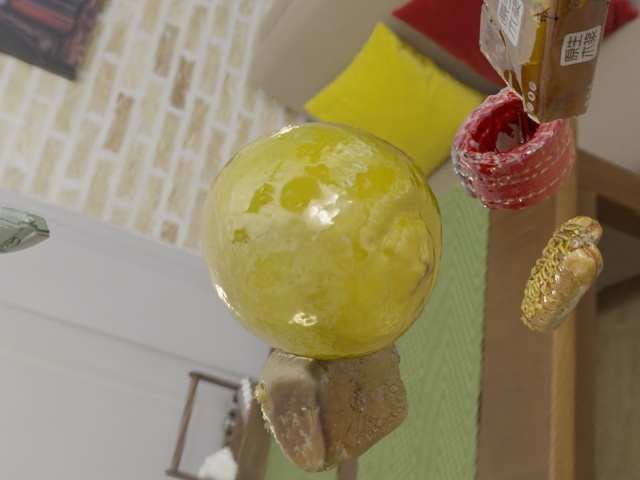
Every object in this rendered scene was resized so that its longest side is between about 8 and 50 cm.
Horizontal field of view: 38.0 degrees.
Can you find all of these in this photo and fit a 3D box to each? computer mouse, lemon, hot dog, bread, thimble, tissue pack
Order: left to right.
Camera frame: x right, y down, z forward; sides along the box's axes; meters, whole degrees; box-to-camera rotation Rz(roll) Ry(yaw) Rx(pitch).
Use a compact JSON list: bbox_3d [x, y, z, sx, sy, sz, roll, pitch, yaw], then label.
[{"bbox_3d":[-0.394,-0.011,1.128,0.181,0.089,0.056,2,82,42],"label":"computer mouse"},{"bbox_3d":[0.000,0.000,1.268,0.348,0.347,0.348,-52,27,39],"label":"lemon"},{"bbox_3d":[0.016,0.242,1.490,0.176,0.246,0.196,-4,101,41],"label":"bread"},{"bbox_3d":[0.309,-0.146,1.459,0.189,0.125,0.163,-44,45,-14],"label":"thimble"},{"bbox_3d":[0.256,-0.273,1.070,0.226,0.091,0.183,87,167,-49],"label":"tissue pack"},{"bbox_3d":[0.236,0.037,0.916,0.165,0.045,0.071,101,176,-61],"label":"hot dog"}]
